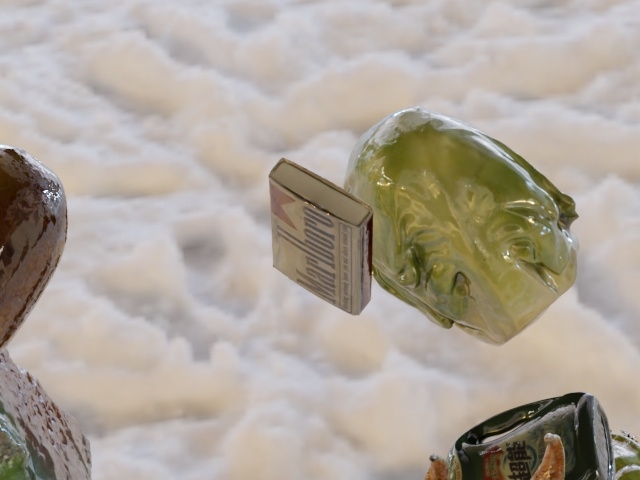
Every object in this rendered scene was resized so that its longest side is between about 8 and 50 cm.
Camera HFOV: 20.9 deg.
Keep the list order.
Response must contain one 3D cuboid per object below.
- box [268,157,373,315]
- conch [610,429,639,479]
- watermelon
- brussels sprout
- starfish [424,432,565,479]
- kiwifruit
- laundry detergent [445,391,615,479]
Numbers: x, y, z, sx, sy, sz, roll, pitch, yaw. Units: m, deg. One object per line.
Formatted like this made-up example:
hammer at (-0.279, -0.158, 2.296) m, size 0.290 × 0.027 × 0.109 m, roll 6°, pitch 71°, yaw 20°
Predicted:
box at (0.000, 0.000, 1.789) m, size 0.115 × 0.177 × 0.036 m, roll 30°, pitch 63°, yaw 19°
conch at (0.364, 0.289, 2.100) m, size 0.095 × 0.079 × 0.200 m, roll -32°, pitch 31°, yaw 9°
watermelon at (-0.304, 0.192, 1.565) m, size 0.151 × 0.264 × 0.302 m, roll -22°, pitch 31°, yaw 20°
brussels sprout at (0.164, -0.022, 2.153) m, size 0.247 × 0.328 × 0.328 m, roll -46°, pitch 31°, yaw 5°
starfish at (0.145, 0.285, 1.636) m, size 0.138 × 0.247 × 0.050 m, roll 12°, pitch 11°, yaw -6°
kiwifruit at (-0.162, 0.012, 0.791) m, size 0.075 × 0.075 × 0.124 m, roll 16°, pitch 61°, yaw 36°
laundry detergent at (0.195, 0.240, 1.826) m, size 0.222 × 0.078 × 0.144 m, roll -17°, pitch 43°, yaw 22°
